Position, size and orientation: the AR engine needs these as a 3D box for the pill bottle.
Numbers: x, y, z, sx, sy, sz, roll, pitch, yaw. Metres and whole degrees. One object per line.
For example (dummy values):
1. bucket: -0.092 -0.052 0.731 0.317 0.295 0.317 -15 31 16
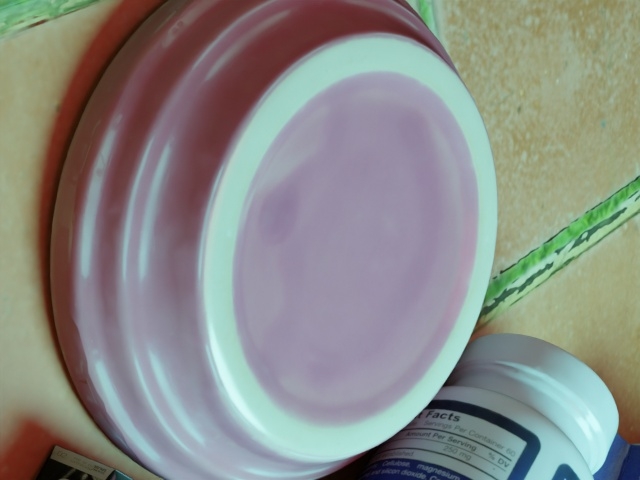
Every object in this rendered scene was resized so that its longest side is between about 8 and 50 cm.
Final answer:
1. pill bottle: 0.092 0.193 0.816 0.264 0.153 0.153 -51 131 -36

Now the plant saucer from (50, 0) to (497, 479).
1. plant saucer: 0.000 0.000 0.736 0.332 0.084 0.332 -14 110 -43

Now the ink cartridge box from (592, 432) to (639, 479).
1. ink cartridge box: 0.266 0.311 0.910 0.307 0.072 0.303 45 49 -16

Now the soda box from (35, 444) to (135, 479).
1. soda box: -0.092 0.179 0.701 0.169 0.060 0.053 44 66 -43
